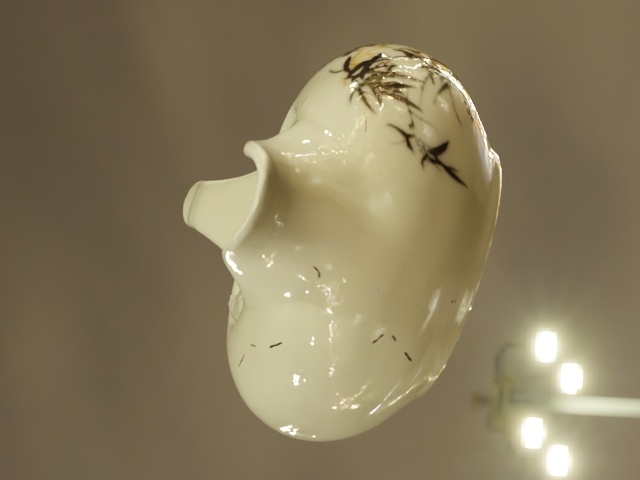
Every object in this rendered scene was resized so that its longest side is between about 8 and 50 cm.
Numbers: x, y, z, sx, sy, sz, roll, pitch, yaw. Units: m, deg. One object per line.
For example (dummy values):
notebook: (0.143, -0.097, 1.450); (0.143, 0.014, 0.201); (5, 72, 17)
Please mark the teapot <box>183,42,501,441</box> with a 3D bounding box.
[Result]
teapot: (0.000, 0.000, 0.911); (0.300, 0.166, 0.208); (178, 98, -73)
